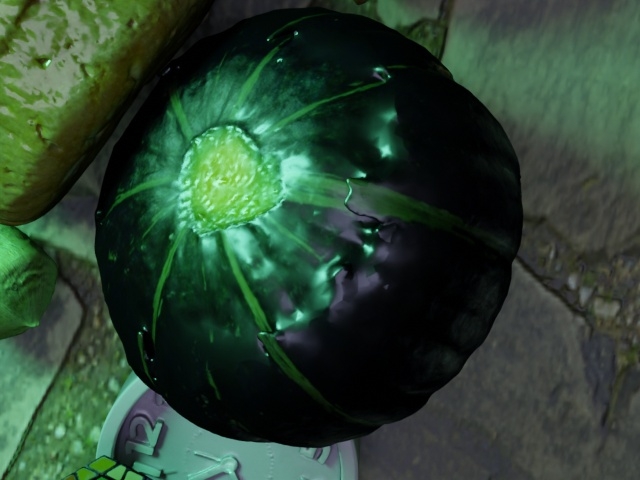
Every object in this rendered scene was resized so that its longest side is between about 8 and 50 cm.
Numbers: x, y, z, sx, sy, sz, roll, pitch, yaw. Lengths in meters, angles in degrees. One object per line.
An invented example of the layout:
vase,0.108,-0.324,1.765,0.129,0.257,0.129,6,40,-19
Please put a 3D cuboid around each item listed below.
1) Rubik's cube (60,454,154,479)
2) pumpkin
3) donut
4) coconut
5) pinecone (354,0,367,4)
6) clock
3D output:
Rubik's cube,-0.150,0.208,1.041,0.111,0.111,0.093,29,76,-4
pumpkin,0.000,0.000,0.988,0.296,0.296,0.295,0,102,2
donut,-0.178,-0.128,0.984,0.128,0.208,0.261,38,105,-7
coconut,-0.238,0.033,1.083,0.096,0.088,0.088,46,101,23
pinecone,0.032,-0.246,0.980,0.174,0.173,0.173,0,102,2
clock,-0.069,0.166,1.111,0.197,0.068,0.196,1,102,3
